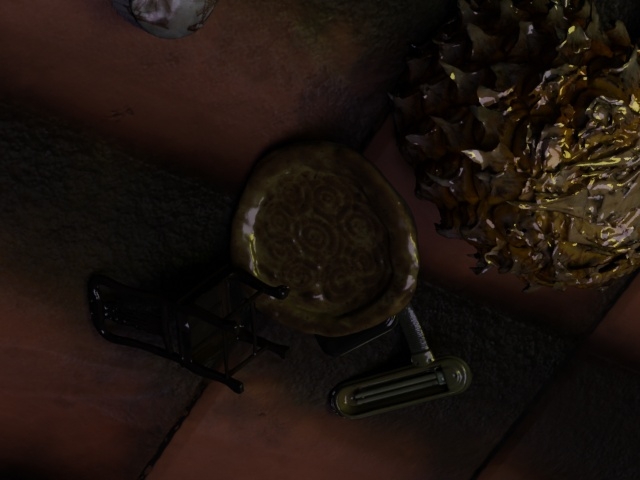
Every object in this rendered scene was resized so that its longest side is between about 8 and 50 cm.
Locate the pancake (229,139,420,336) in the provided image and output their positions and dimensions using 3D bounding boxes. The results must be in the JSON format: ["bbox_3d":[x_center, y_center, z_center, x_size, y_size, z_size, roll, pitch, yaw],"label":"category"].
[{"bbox_3d":[0.000,0.000,1.451,0.250,0.031,0.250,7,106,24],"label":"pancake"}]

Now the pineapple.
[{"bbox_3d":[0.265,-0.114,1.405,0.352,0.300,0.352,-10,119,-18],"label":"pineapple"}]

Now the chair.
[{"bbox_3d":[-0.161,0.089,1.485,0.113,0.229,0.106,-37,138,-45],"label":"chair"}]

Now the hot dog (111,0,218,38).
[{"bbox_3d":[-0.132,-0.332,1.252,0.144,0.075,0.268,11,114,-30],"label":"hot dog"}]

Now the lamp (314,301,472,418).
[{"bbox_3d":[0.050,0.134,1.602,0.203,0.124,0.283,-28,144,15],"label":"lamp"}]
